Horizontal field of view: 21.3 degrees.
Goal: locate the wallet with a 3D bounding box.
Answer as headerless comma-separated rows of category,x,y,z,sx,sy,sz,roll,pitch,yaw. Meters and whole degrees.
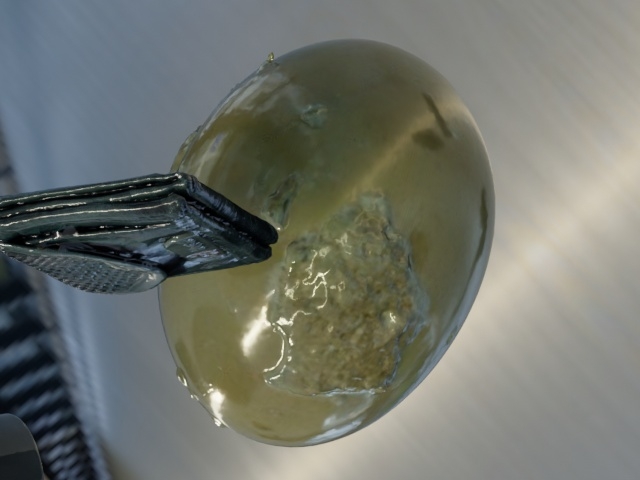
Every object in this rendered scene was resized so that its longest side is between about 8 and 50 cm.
wallet,-0.073,0.001,0.654,0.129,0.088,0.026,35,-132,-74

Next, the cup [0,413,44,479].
cup,-0.199,0.147,0.913,0.078,0.077,0.100,-1,92,54

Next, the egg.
egg,0.003,0.001,0.818,0.164,0.201,0.164,21,169,4
